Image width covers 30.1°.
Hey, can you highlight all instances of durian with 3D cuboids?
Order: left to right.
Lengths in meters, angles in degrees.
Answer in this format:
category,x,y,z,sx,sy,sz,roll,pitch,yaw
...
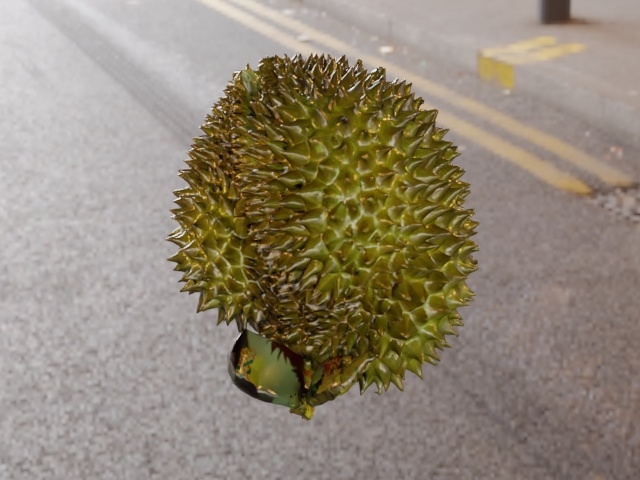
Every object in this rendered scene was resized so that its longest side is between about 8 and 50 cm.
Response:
category,x,y,z,sx,sy,sz,roll,pitch,yaw
durian,0.010,-0.011,0.624,0.146,0.159,0.198,19,22,-44
